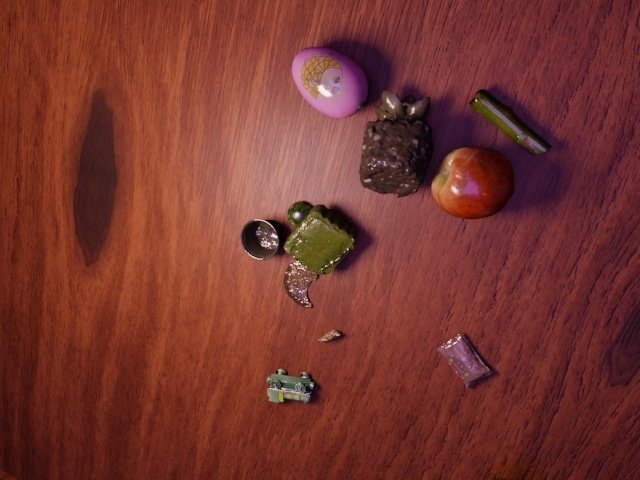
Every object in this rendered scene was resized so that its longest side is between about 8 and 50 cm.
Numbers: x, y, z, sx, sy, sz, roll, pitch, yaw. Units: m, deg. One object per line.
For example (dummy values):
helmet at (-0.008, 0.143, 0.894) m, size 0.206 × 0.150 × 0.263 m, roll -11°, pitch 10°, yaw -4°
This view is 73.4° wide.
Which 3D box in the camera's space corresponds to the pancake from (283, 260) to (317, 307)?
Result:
pancake at (-0.059, 0.160, 1.653) m, size 0.190 × 0.020 × 0.184 m, roll -40°, pitch 87°, yaw 23°

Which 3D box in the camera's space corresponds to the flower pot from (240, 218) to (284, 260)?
flower pot at (-0.210, -0.014, 1.618) m, size 0.157 × 0.107 × 0.157 m, roll 4°, pitch 106°, yaw 16°

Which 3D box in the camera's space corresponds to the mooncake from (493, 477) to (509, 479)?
mooncake at (0.645, 0.985, 1.425) m, size 0.187 × 0.351 × 0.351 m, roll 18°, pitch 107°, yaw 15°

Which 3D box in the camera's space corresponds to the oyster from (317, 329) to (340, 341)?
oyster at (0.030, 0.364, 1.644) m, size 0.083 × 0.080 × 0.038 m, roll -8°, pitch 75°, yaw -12°

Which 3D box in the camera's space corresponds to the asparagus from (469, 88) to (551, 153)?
asparagus at (0.575, -0.354, 1.305) m, size 0.278 × 0.060 × 0.067 m, roll 44°, pitch 92°, yaw 5°

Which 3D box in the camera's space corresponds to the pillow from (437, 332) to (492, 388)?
pillow at (0.506, 0.425, 1.508) m, size 0.118 × 0.043 × 0.185 m, roll -41°, pitch 87°, yaw 24°

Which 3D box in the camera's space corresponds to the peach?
peach at (0.475, -0.168, 1.302) m, size 0.257 × 0.232 × 0.232 m, roll 16°, pitch 110°, yaw -20°

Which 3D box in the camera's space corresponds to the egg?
egg at (0.027, -0.510, 1.385) m, size 0.271 × 0.196 × 0.196 m, roll 30°, pitch 110°, yaw 22°

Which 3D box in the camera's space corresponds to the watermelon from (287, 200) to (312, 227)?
watermelon at (-0.079, -0.092, 1.580) m, size 0.105 × 0.062 × 0.105 m, roll 3°, pitch 99°, yaw 21°

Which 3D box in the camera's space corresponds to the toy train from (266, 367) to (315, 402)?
toy train at (-0.118, 0.599, 1.743) m, size 0.200 × 0.083 × 0.132 m, roll 5°, pitch 114°, yaw 18°

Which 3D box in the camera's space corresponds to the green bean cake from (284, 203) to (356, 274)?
green bean cake at (0.000, 0.000, 1.522) m, size 0.200 × 0.113 × 0.214 m, roll 33°, pitch 115°, yaw -11°

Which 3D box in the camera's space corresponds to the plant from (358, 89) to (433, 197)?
plant at (0.246, -0.312, 1.354) m, size 0.215 × 0.213 × 0.312 m, roll 7°, pitch 68°, yaw 17°
